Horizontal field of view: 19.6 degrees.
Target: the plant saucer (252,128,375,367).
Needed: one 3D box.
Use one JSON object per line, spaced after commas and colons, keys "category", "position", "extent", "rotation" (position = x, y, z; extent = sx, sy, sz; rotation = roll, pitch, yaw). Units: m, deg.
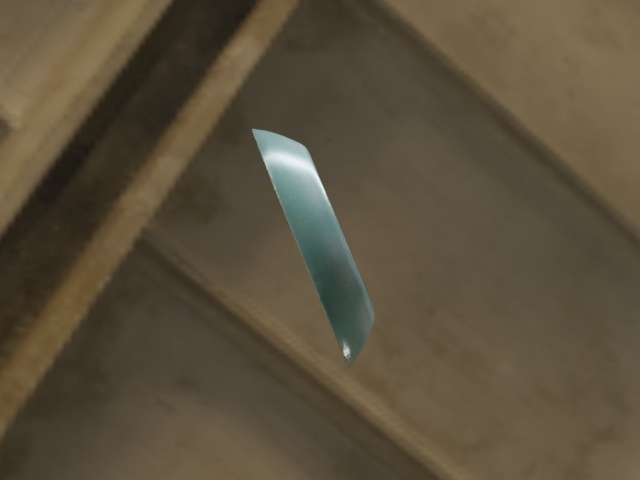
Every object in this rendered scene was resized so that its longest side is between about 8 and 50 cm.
{"category": "plant saucer", "position": [0.000, 0.000, 0.860], "extent": [0.021, 0.119, 0.119], "rotation": [-22, -67, 0]}
